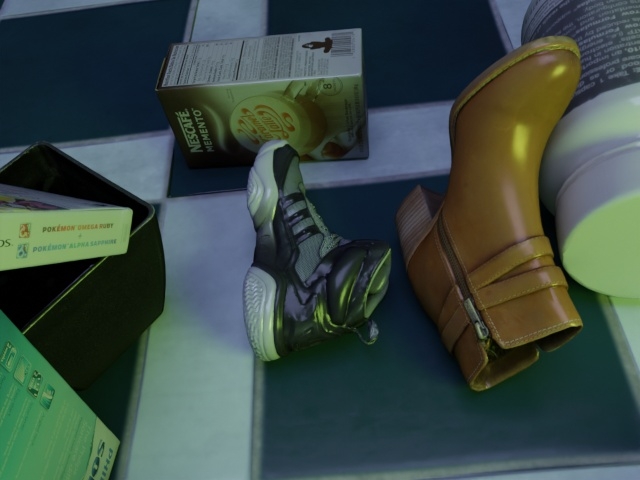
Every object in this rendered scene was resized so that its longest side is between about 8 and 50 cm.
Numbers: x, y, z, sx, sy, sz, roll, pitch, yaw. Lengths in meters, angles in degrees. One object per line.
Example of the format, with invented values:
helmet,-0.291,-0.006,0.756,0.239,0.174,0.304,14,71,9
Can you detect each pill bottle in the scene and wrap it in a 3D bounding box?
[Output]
pill bottle,0.329,-0.134,0.663,0.204,0.204,0.361,3,53,10

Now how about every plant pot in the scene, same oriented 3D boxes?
plant pot,-0.270,0.045,0.635,0.187,0.167,0.188,28,60,27

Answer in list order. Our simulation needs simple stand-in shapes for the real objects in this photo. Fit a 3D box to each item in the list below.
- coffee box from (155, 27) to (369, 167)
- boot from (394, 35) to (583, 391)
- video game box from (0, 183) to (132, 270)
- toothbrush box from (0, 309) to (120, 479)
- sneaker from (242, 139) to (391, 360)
coffee box,-0.065,-0.179,0.795,0.246,0.141,0.098,-3,53,7
boot,0.173,-0.016,0.563,0.109,0.283,0.220,11,44,-30
video game box,-0.286,-0.020,0.478,0.205,0.187,0.048,11,94,16
toothbrush box,-0.275,0.192,0.440,0.126,0.296,0.216,2,54,7
sneaker,0.000,0.000,0.677,0.153,0.101,0.269,-3,58,5
